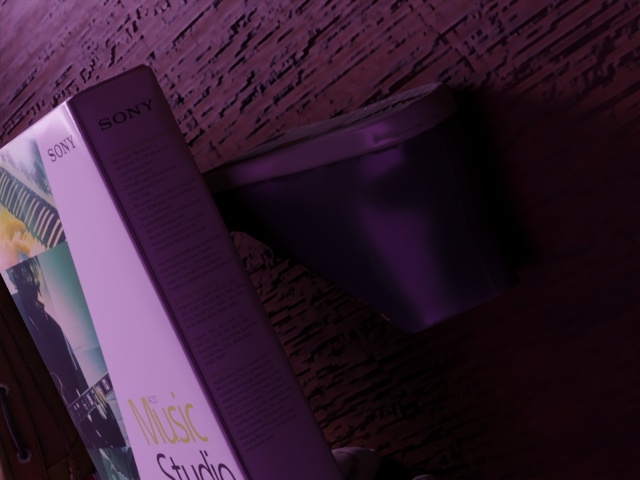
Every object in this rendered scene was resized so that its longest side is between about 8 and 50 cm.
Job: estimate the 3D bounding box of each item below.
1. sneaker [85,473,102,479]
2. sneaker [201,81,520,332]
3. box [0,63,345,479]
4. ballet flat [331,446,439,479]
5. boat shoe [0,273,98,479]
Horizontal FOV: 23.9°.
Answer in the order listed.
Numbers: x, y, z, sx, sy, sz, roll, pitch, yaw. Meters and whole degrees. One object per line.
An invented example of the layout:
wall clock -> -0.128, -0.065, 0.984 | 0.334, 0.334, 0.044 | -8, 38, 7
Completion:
sneaker -> -0.228, 0.182, 1.181 | 0.118, 0.067, 0.042 | 14, 124, 39
sneaker -> 0.000, 0.000, 0.823 | 0.222, 0.083, 0.118 | -14, 103, 47
box -> -0.092, 0.079, 0.871 | 0.232, 0.058, 0.322 | -19, 96, 61
ballet flat -> 0.038, 0.166, 0.919 | 0.232, 0.080, 0.073 | 25, 103, 29
boat shoe -> -0.273, 0.062, 1.117 | 0.307, 0.104, 0.111 | 49, 142, 11
